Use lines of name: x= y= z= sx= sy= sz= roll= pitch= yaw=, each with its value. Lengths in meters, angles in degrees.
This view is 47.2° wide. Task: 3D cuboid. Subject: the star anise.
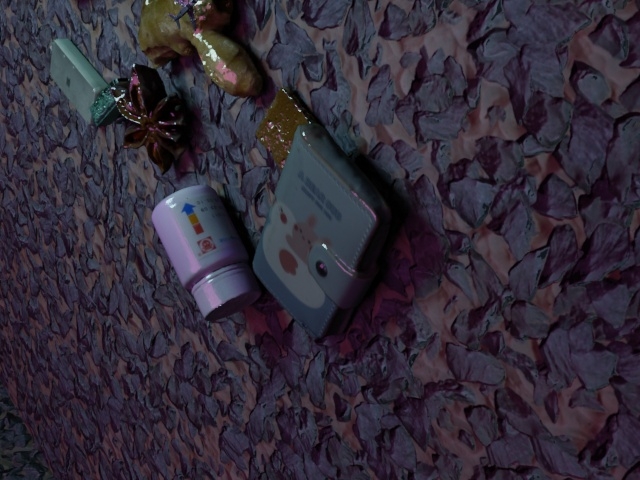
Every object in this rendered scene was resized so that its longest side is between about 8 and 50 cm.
star anise: x=-0.365 y=-0.264 z=1.591 sx=0.214 sy=0.099 sz=0.220 roll=49 pitch=138 yaw=3

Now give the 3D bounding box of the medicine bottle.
medicine bottle: x=-0.231 y=0.026 z=1.498 sx=0.152 sy=0.152 sz=0.254 roll=-43 pitch=71 yaw=45

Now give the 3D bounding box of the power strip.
power strip: x=-0.620 y=-0.408 z=1.876 sx=0.270 sy=0.046 sz=0.118 roll=47 pitch=134 yaw=27

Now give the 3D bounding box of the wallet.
wallet: x=0.000 y=0.000 z=1.276 sx=0.252 sy=0.083 sz=0.360 roll=48 pitch=140 yaw=24

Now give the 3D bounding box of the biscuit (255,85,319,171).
biscuit: x=-0.027 y=-0.153 z=1.313 sx=0.236 sy=0.026 sz=0.131 roll=54 pitch=136 yaw=20

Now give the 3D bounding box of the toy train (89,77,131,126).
toy train: x=-0.468 y=-0.320 z=1.695 sx=0.172 sy=0.099 sz=0.070 roll=-28 pitch=81 yaw=47

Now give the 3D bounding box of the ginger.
ginger: x=-0.253 y=-0.466 z=1.401 sx=0.348 sy=0.122 sz=0.362 roll=13 pitch=122 yaw=36

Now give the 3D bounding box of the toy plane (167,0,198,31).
toy plane: x=-0.245 y=-0.419 z=1.331 sx=0.084 sy=0.024 sz=0.078 roll=-26 pitch=107 yaw=45
